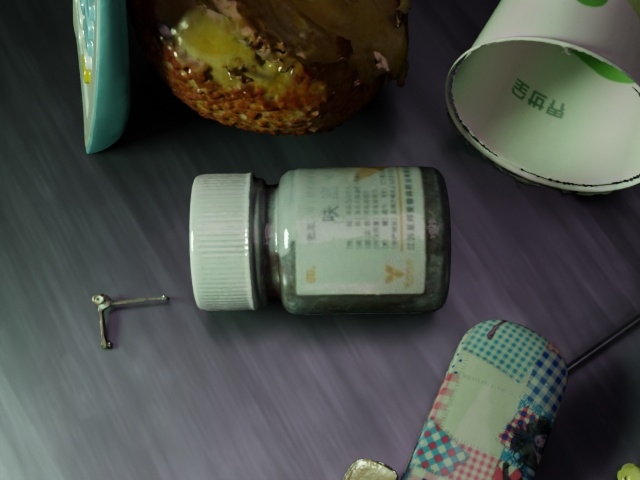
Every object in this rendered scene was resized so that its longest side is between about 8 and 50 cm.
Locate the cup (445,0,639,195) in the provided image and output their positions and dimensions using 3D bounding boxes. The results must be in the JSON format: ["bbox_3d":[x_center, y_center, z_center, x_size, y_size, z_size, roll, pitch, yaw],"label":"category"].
[{"bbox_3d":[0.305,-0.230,1.184,0.253,0.253,0.274,22,63,8],"label":"cup"}]

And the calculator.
[{"bbox_3d":[-0.243,-0.267,1.116,0.054,0.386,0.256,-5,69,-13],"label":"calculator"}]

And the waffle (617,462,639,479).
[{"bbox_3d":[0.396,0.355,1.050,0.261,0.056,0.250,24,72,7],"label":"waffle"}]

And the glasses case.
[{"bbox_3d":[0.159,0.238,1.083,0.125,0.076,0.327,24,71,6],"label":"glasses case"}]

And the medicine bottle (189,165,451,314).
[{"bbox_3d":[0.000,0.000,1.125,0.273,0.165,0.165,0,70,-1],"label":"medicine bottle"}]

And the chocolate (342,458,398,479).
[{"bbox_3d":[0.047,0.284,1.084,0.064,0.031,0.100,5,66,43],"label":"chocolate"}]

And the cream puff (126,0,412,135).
[{"bbox_3d":[-0.073,-0.263,1.179,0.350,0.229,0.350,15,60,-27],"label":"cream puff"}]

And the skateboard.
[{"bbox_3d":[-0.214,0.086,1.170,0.083,0.032,0.064,-9,80,-1],"label":"skateboard"}]
